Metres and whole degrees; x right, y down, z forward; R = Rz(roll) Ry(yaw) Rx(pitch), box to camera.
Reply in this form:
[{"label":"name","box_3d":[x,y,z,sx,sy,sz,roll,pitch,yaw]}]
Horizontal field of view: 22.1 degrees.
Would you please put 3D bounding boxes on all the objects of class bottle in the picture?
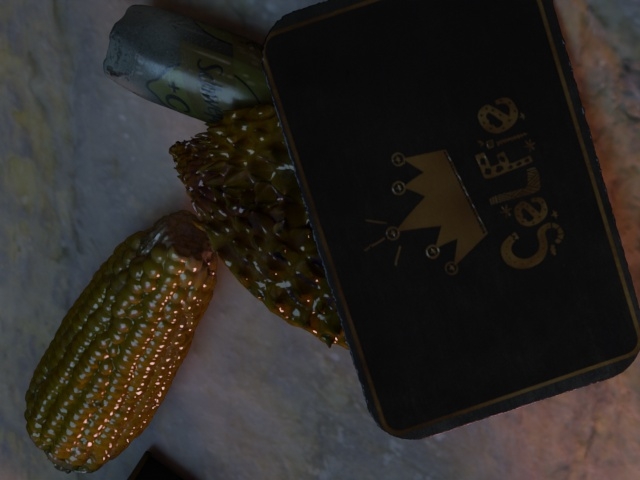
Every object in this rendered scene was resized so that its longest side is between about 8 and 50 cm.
[{"label":"bottle","box_3d":[-0.057,-0.132,1.445,0.269,0.083,0.083,20,125,10]}]

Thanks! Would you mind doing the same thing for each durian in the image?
[{"label":"durian","box_3d":[0.005,0.001,1.412,0.260,0.187,0.154,14,154,-19]}]

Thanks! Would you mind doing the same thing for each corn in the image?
[{"label":"corn","box_3d":[-0.200,0.107,1.633,0.130,0.130,0.347,35,124,3]}]

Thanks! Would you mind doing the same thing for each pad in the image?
[{"label":"pad","box_3d":[0.146,-0.041,1.325,0.314,0.063,0.375,-19,100,-3]}]

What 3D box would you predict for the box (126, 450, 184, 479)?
[{"label":"box","box_3d":[-0.210,0.340,1.761,0.090,0.144,0.201,34,126,0]}]
